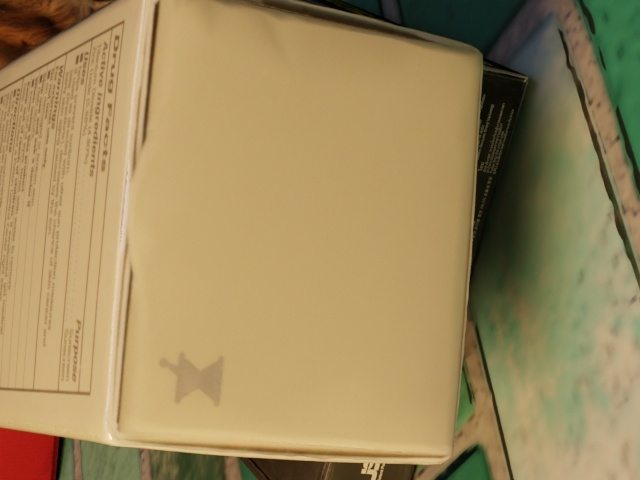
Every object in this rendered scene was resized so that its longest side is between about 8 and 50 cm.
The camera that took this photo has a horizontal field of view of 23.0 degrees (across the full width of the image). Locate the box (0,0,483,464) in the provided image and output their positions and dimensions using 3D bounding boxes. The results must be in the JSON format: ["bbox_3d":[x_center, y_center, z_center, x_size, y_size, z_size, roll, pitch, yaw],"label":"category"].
[{"bbox_3d":[-0.073,0.006,0.611,0.311,0.121,0.148,-5,78,63],"label":"box"}]

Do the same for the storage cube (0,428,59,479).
[{"bbox_3d":[-0.282,0.094,1.005,0.183,0.215,0.193,8,93,63],"label":"storage cube"}]

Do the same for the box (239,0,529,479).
[{"bbox_3d":[0.000,0.000,0.653,0.184,0.045,0.191,40,117,62],"label":"box"}]

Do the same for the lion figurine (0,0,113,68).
[{"bbox_3d":[-0.182,-0.036,0.900,0.142,0.240,0.392,-54,51,44],"label":"lion figurine"}]
